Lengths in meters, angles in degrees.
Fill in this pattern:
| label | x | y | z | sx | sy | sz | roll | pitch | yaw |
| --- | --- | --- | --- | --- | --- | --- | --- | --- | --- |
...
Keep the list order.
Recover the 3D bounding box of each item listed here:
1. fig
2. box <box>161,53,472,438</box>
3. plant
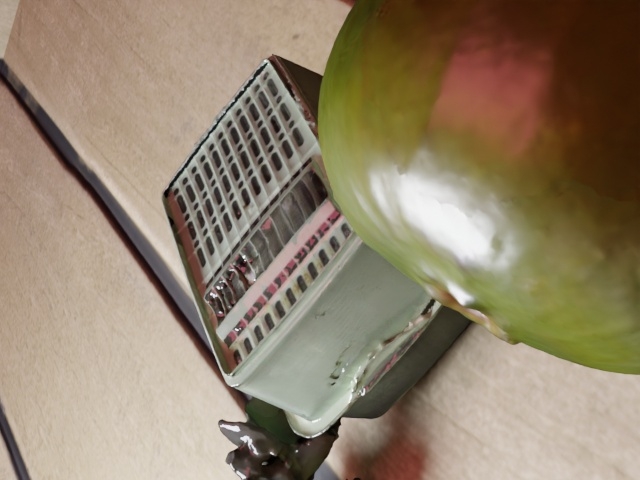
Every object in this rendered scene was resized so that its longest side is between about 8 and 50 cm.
| label | x | y | z | sx | sy | sz | roll | pitch | yaw |
| --- | --- | --- | --- | --- | --- | --- | --- | --- | --- |
| fig | 0.168 | -0.086 | 0.661 | 0.316 | 0.316 | 0.316 | -25 | 60 | 53 |
| box | 0.000 | 0.000 | 0.976 | 0.220 | 0.166 | 0.291 | -50 | 40 | 22 |
| plant | -0.029 | 0.233 | 0.989 | 0.131 | 0.142 | 0.203 | 4 | 89 | 41 |
